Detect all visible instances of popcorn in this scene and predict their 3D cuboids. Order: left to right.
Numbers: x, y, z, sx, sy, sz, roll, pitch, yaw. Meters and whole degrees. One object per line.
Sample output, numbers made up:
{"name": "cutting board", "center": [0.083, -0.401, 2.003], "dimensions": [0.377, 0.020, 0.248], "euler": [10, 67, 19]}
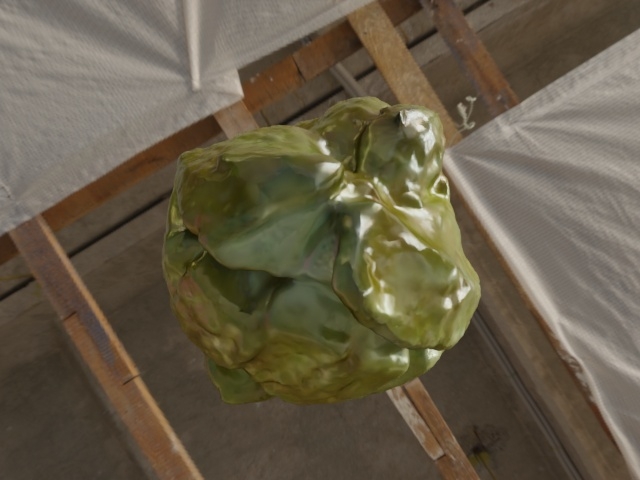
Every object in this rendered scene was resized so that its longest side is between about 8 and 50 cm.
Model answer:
{"name": "popcorn", "center": [-0.002, -0.002, 0.556], "dimensions": [0.277, 0.225, 0.276], "euler": [19, -125, -29]}
